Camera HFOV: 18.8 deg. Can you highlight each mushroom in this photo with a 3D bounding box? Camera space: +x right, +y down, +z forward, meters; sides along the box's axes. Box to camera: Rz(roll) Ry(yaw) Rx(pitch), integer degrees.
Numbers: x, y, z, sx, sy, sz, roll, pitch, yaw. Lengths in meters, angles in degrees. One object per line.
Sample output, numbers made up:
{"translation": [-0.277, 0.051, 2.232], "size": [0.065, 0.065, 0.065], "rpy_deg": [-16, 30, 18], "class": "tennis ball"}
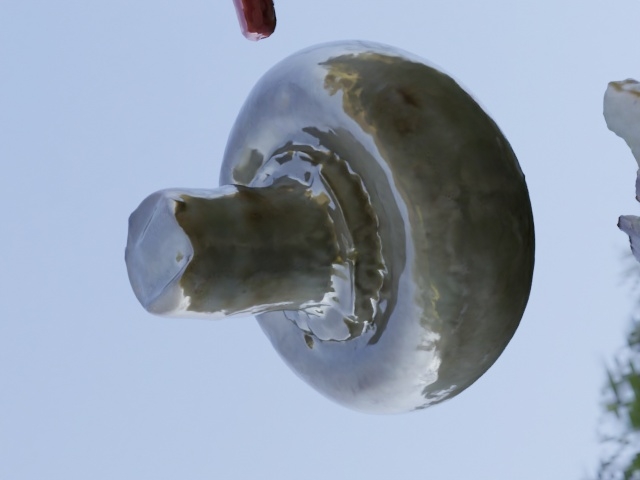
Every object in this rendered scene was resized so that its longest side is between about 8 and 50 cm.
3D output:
{"translation": [0.016, -0.009, 1.035], "size": [0.209, 0.206, 0.206], "rpy_deg": [11, -117, -61], "class": "mushroom"}

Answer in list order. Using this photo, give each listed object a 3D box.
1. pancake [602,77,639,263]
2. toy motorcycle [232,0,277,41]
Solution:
{"translation": [0.237, 0.046, 0.838], "size": [0.056, 0.212, 0.257], "rpy_deg": [-44, -61, -21], "class": "pancake"}
{"translation": [-0.087, -0.149, 0.525], "size": [0.272, 0.123, 0.182], "rpy_deg": [24, -126, -76], "class": "toy motorcycle"}
